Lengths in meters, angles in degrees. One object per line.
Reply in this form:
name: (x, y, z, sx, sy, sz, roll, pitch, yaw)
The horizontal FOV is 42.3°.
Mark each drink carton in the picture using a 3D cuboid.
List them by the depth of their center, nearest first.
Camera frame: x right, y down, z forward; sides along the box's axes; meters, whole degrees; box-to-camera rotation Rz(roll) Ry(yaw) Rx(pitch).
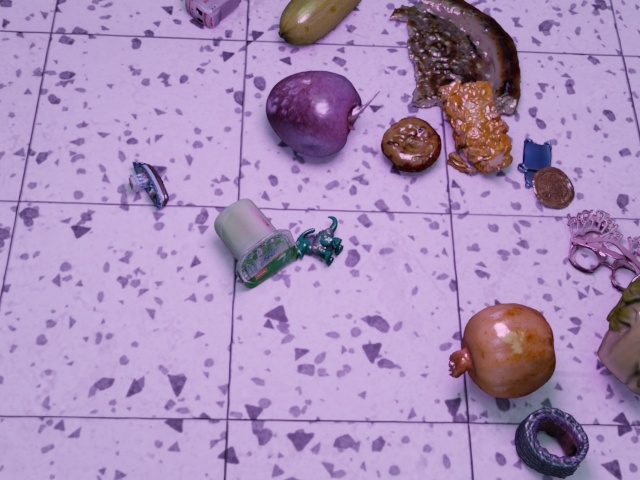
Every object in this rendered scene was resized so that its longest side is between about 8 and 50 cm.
drink carton: (-0.153, -0.006, 1.815, 0.146, 0.144, 0.142, -35, 61, -9)

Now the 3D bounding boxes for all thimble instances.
thimble: (0.466, 0.408, 1.672, 0.135, 0.090, 0.118, 30, 65, 11)

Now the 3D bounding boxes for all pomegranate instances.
pomegranate: (0.385, 0.223, 1.702, 0.207, 0.207, 0.207, 2, 63, -3)

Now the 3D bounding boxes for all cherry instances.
cherry: (-0.008, -0.303, 1.954, 0.266, 0.183, 0.213, 12, 53, 20)

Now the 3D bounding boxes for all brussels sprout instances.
brussels sprout: (0.730, 0.164, 1.702, 0.328, 0.328, 0.247, -32, 58, -18)

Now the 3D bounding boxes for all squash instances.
squash: (-0.011, -0.592, 2.133, 0.133, 0.132, 0.247, 35, 68, 13)

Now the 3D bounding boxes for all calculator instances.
calculator: (0.529, -0.186, 2.021, 0.094, 0.019, 0.141, 10, 64, 1)

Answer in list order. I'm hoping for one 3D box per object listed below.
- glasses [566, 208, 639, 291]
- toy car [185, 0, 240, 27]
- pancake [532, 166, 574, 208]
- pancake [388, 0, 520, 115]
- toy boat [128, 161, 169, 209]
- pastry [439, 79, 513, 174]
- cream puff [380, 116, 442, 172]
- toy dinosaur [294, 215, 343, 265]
glasses: (0.677, 0.010, 1.891, 0.256, 0.095, 0.162, 31, 60, 8)
toy car: (-0.254, -0.654, 2.167, 0.108, 0.089, 0.209, 39, 69, 15)
pancake: (0.559, -0.126, 1.984, 0.115, 0.011, 0.114, 4, 73, -12)
pancake: (0.353, -0.500, 2.143, 0.305, 0.067, 0.426, -8, 66, -6)
toy boat: (-0.403, -0.130, 1.903, 0.066, 0.059, 0.140, -17, 62, -31)
pastry: (0.371, -0.265, 1.989, 0.154, 0.102, 0.249, -14, 79, -8)
cream puff: (0.216, -0.223, 1.982, 0.149, 0.084, 0.148, 0, 61, 0)
toy dinosaur: (0.000, 0.000, 1.871, 0.096, 0.059, 0.132, 30, 73, 17)
